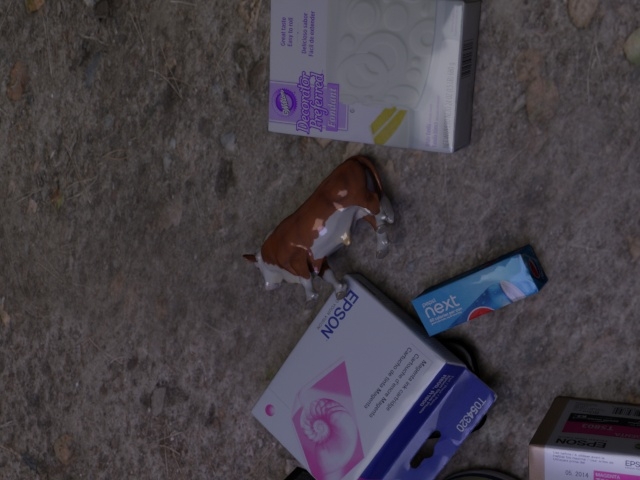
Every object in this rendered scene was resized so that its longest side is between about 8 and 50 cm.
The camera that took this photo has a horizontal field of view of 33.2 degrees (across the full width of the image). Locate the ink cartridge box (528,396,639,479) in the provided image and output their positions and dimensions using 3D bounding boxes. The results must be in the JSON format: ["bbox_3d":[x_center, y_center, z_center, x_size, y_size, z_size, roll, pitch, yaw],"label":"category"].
[{"bbox_3d":[0.459,0.328,1.669,0.234,0.193,0.088,2,105,24],"label":"ink cartridge box"}]

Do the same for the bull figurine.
[{"bbox_3d":[0.000,0.000,1.826,0.310,0.101,0.188,-50,56,22],"label":"bull figurine"}]

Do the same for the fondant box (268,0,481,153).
[{"bbox_3d":[0.082,-0.280,1.736,0.330,0.096,0.238,9,108,24],"label":"fondant box"}]

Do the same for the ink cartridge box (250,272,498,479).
[{"bbox_3d":[0.082,0.281,1.843,0.330,0.071,0.324,41,107,24],"label":"ink cartridge box"}]

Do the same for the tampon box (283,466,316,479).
[{"bbox_3d":[-0.042,0.515,1.974,0.101,0.161,0.121,16,109,21],"label":"tampon box"}]

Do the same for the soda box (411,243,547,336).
[{"bbox_3d":[0.261,0.083,1.766,0.210,0.067,0.071,-26,92,29],"label":"soda box"}]

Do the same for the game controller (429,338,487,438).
[{"bbox_3d":[0.133,0.269,1.878,0.319,0.067,0.167,-13,98,27],"label":"game controller"}]

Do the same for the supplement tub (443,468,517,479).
[{"bbox_3d":[0.235,0.544,1.758,0.235,0.325,0.236,7,107,23],"label":"supplement tub"}]
